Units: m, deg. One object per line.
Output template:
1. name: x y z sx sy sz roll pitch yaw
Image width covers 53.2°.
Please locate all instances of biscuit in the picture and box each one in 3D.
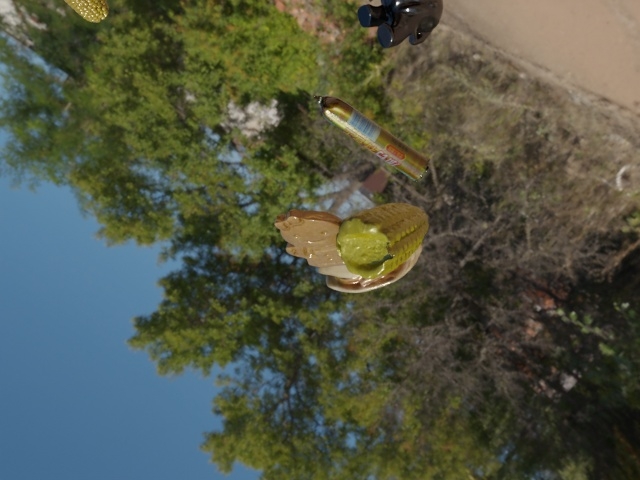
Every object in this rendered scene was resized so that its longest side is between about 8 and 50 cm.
1. biscuit: 0.005 0.002 1.017 0.133 0.027 0.184 1 154 9

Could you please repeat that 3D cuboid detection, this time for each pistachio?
1. pistachio: 0.145 0.037 1.842 0.214 0.317 0.194 -99 -15 -49

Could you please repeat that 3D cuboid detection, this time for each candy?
1. candy: 0.108 -0.011 0.975 0.106 0.094 0.199 15 -159 30

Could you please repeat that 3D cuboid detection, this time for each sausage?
1. sausage: 0.135 -0.282 1.709 0.371 0.082 0.082 30 -170 -21

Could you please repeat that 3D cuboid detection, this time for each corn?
1. corn: -0.576 -0.599 1.437 0.260 0.091 0.091 53 -159 -59

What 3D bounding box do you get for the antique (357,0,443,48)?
1. antique: 0.239 -0.730 1.859 0.185 0.255 0.323 15 122 63
